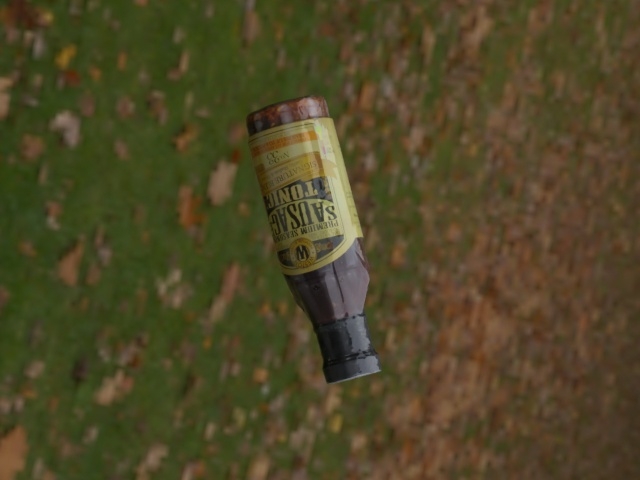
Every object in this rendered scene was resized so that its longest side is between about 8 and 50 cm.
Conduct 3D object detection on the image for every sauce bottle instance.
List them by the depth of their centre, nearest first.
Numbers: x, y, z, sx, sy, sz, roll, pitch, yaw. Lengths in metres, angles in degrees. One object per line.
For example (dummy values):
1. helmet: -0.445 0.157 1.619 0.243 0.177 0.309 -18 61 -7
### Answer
1. sauce bottle: 0.000 0.000 0.811 0.042 0.042 0.128 3 69 -74
